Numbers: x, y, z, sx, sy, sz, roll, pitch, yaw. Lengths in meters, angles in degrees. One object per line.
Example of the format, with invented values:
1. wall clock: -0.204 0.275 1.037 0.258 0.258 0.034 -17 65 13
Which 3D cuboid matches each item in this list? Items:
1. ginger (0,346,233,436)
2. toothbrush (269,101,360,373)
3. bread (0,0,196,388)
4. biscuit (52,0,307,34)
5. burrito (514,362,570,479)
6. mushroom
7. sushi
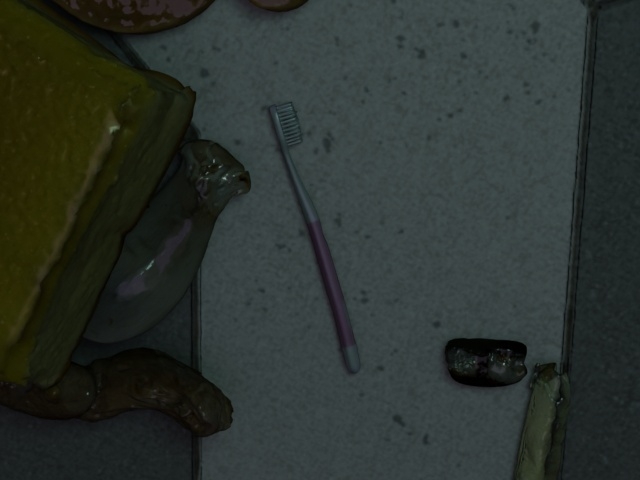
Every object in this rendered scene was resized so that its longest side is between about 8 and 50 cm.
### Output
1. ginger: -0.227 0.141 1.370 0.290 0.122 0.084 6 80 4
2. toothbrush: 0.000 0.000 1.365 0.025 0.020 0.286 -16 105 2
3. bread: -0.322 -0.073 1.269 0.333 0.143 0.323 33 101 11
4. biscuit: -0.108 -0.324 1.261 0.355 0.052 0.275 -27 102 12
5. burrito: 0.226 0.212 1.402 0.045 0.041 0.185 24 113 41
6. mushroom: -0.159 0.004 1.340 0.225 0.093 0.116 -43 78 19
7. sushi: 0.165 0.126 1.377 0.083 0.044 0.046 3 106 5
